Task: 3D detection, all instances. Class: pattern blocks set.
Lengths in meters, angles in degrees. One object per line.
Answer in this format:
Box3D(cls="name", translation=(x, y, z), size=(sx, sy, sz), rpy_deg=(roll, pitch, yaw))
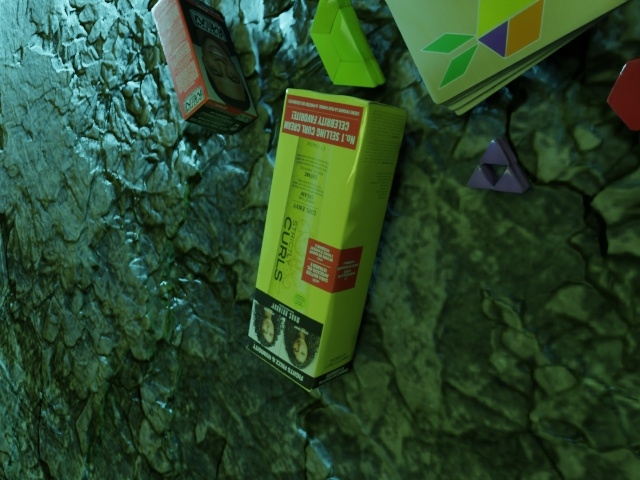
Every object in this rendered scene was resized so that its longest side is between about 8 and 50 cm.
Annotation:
Box3D(cls="pattern blocks set", translation=(0.095, -0.184, 0.275), size=(0.285, 0.026, 0.325), rpy_deg=(-7, 111, 48))

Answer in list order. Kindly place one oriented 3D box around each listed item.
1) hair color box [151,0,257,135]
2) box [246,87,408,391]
Box3D(cls="hair color box", translation=(-0.124, -0.189, 0.477), size=(0.043, 0.072, 0.141), rpy_deg=(-27, 75, 30))
Box3D(cls="box", translation=(0.000, 0.000, 0.375), size=(0.087, 0.058, 0.232), rpy_deg=(24, 110, 35))
